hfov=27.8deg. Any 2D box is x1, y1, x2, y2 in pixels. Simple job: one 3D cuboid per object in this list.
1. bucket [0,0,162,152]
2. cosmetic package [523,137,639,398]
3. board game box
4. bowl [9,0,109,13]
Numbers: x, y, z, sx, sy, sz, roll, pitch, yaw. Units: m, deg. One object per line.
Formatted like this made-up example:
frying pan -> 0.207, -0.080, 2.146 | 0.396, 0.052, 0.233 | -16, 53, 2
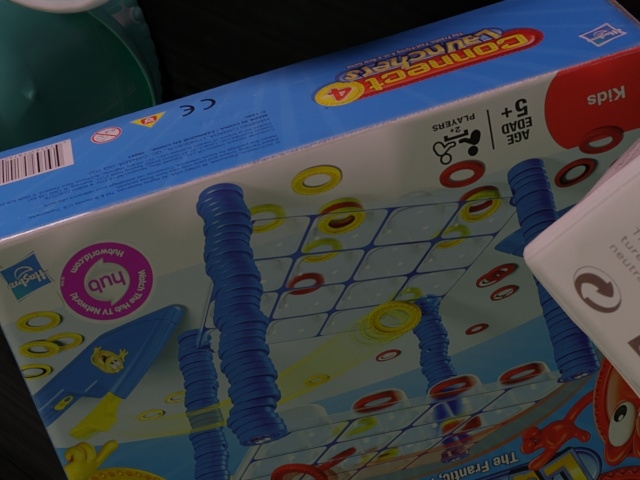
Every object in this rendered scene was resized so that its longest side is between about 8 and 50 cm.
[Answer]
bucket -> -0.257, -0.117, 0.917 | 0.281, 0.183, 0.281 | 31, 143, 28
cosmetic package -> 0.250, -0.068, 0.330 | 0.156, 0.217, 0.385 | 50, 149, 3
board game box -> 0.022, 0.061, 0.647 | 0.086, 0.308, 0.302 | -114, 8, -57
bowl -> -0.129, -0.282, 0.616 | 0.311, 0.163, 0.311 | 33, 145, 27
